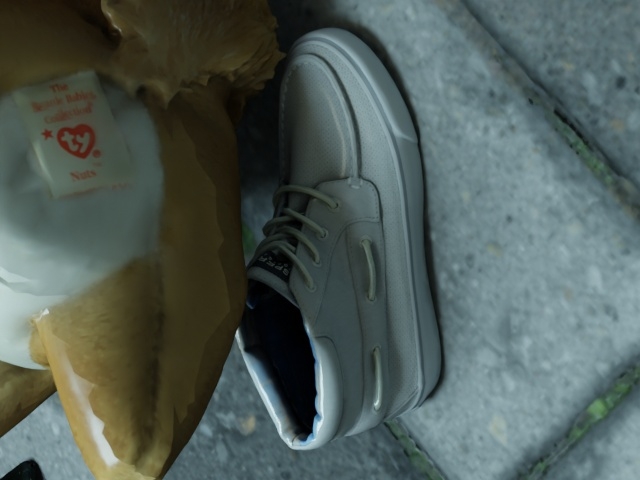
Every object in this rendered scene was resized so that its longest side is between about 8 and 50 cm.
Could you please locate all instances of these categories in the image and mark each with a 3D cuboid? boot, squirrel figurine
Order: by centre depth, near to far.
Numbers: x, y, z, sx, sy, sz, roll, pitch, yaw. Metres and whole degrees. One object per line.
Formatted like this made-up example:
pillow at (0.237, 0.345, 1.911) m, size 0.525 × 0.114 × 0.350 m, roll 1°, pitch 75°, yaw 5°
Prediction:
boot at (0.000, 0.000, 0.989) m, size 0.095 × 0.123 × 0.258 m, roll -8°, pitch 98°, yaw 42°
squirrel figurine at (-0.206, -0.024, 1.050) m, size 0.281 × 0.397 × 0.370 m, roll 35°, pitch 149°, yaw -13°

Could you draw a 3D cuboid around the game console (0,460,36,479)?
game console at (-0.252, 0.263, 1.363) m, size 0.122 × 0.071 × 0.107 m, roll -37°, pitch 49°, yaw 40°
